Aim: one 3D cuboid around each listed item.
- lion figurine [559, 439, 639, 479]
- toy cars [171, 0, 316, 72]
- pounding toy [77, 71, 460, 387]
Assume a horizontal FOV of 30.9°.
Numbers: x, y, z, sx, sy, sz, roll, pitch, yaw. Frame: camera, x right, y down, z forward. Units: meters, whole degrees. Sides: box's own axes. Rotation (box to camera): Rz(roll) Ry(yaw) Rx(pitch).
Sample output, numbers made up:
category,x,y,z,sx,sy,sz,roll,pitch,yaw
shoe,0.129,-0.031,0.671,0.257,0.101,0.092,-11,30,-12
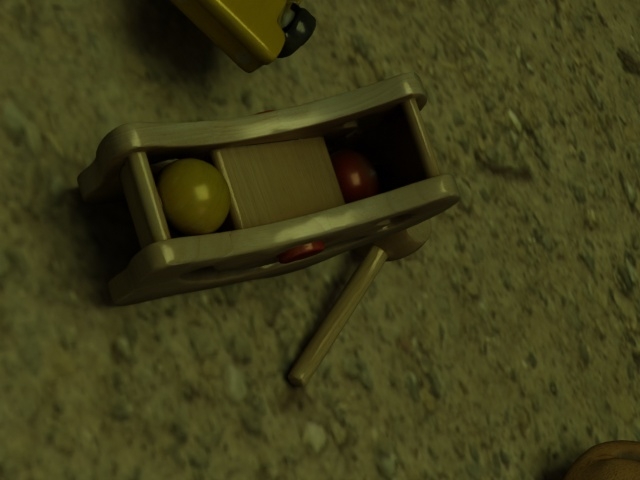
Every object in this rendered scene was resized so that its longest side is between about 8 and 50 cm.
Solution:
category,x,y,z,sx,sy,sz,roll,pitch,yaw
lion figurine,0.212,0.273,0.800,0.240,0.142,0.392,27,40,-24
toy cars,-0.083,-0.277,0.783,0.176,0.087,0.393,3,67,-49
pounding toy,0.000,0.000,0.680,0.269,0.154,0.154,-10,79,-46
